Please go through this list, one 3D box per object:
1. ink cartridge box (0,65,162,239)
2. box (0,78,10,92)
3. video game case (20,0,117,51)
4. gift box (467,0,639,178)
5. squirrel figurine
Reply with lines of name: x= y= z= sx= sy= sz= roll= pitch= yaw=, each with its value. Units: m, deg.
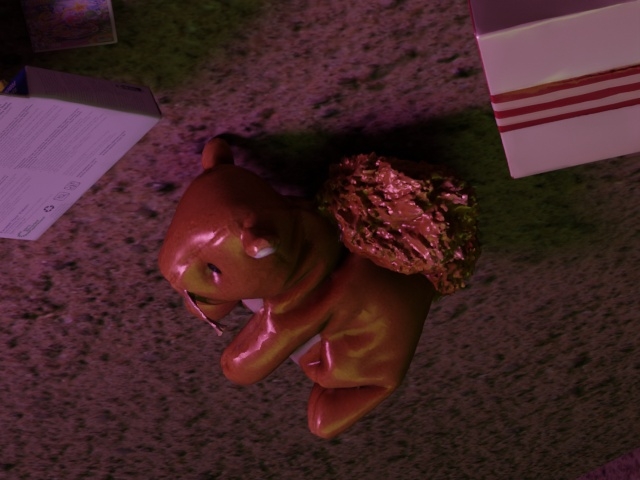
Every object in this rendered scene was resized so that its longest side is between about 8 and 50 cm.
ink cartridge box: x=-0.302 y=-0.082 z=1.518 sx=0.223 sy=0.045 sz=0.224 roll=-40 pitch=155 yaw=29
box: x=-0.338 y=-0.096 z=1.570 sx=0.178 sy=0.042 sz=0.109 roll=-31 pitch=162 yaw=11
video game case: x=-0.251 y=-0.228 z=1.567 sx=0.087 sy=0.011 sz=0.122 roll=-7 pitch=155 yaw=-5
gift box: x=0.275 y=-0.226 z=1.488 sx=0.258 sy=0.255 sz=0.276 roll=-12 pitch=149 yaw=10
squirrel figurine: x=0.000 y=0.000 z=1.923 sx=0.397 sy=0.281 sz=0.370 roll=-32 pitch=139 yaw=13
